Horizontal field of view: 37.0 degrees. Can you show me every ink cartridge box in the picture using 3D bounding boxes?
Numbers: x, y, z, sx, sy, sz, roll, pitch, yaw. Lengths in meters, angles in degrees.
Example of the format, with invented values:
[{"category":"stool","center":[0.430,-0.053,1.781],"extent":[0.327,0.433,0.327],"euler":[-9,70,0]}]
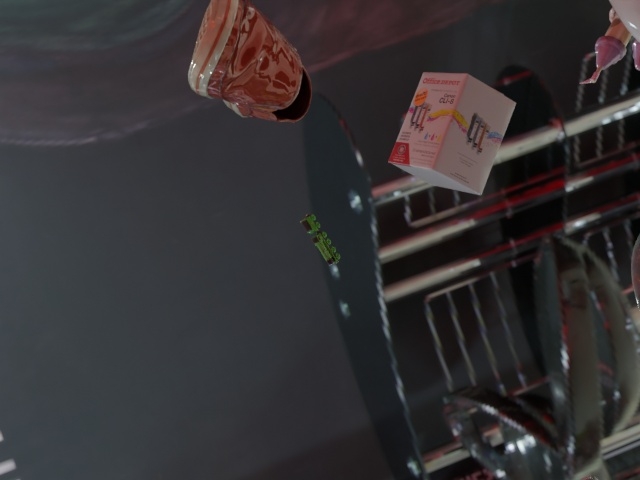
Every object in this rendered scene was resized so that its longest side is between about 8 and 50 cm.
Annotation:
[{"category":"ink cartridge box","center":[0.228,-0.188,1.652],"extent":[0.128,0.127,0.176],"euler":[17,85,56]}]

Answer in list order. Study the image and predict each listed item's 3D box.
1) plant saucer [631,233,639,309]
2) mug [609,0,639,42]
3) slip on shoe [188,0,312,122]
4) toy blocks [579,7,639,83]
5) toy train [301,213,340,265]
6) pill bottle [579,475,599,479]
[{"category":"plant saucer","center":[0.604,0.097,1.438],"extent":[0.044,0.317,0.318],"euler":[-45,61,48]},{"category":"mug","center":[0.383,-0.328,0.922],"extent":[0.276,0.374,0.328],"euler":[-2,128,54]},{"category":"slip on shoe","center":[-0.070,-0.196,1.068],"extent":[0.331,0.101,0.123],"euler":[31,-103,-82]},{"category":"toy blocks","center":[0.597,-0.372,1.583],"extent":[0.309,0.260,0.288],"euler":[39,158,-24]},{"category":"toy train","center":[0.000,0.000,1.361],"extent":[0.017,0.024,0.083],"euler":[-25,102,37]},{"category":"pill bottle","center":[0.378,0.439,1.231],"extent":[0.246,0.130,0.130],"euler":[54,163,25]}]
